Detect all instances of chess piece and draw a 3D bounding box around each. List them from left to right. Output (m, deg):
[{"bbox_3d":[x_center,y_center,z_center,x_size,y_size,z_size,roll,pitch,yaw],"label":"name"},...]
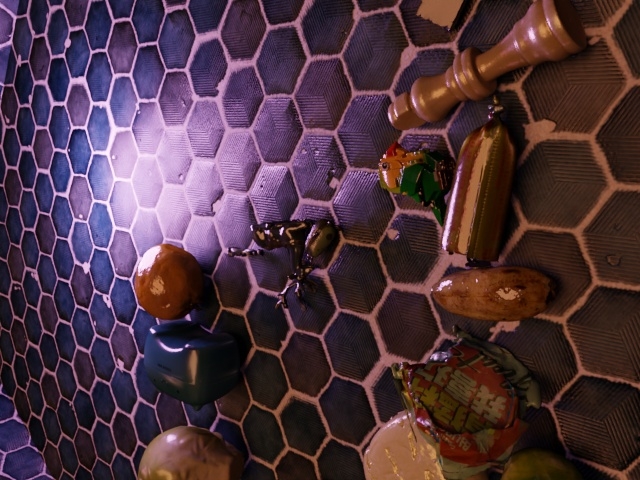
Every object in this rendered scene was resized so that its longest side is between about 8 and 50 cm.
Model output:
[{"bbox_3d":[0.290,-0.318,1.149,0.397,0.117,0.117,-23,81,42],"label":"chess piece"}]

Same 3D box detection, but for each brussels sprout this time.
[{"bbox_3d":[-0.394,0.675,1.780,0.317,0.274,0.242,-14,67,40],"label":"brussels sprout"},{"bbox_3d":[0.420,0.482,1.137,0.162,0.144,0.180,20,134,17],"label":"brussels sprout"}]

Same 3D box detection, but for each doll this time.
[{"bbox_3d":[0.203,-0.128,1.253,0.186,0.106,0.134,30,126,34],"label":"doll"}]

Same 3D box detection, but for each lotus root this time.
[{"bbox_3d":[0.333,0.107,1.186,0.258,0.097,0.110,-10,93,45],"label":"lotus root"}]

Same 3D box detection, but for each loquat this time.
[{"bbox_3d":[-0.457,0.126,1.806,0.238,0.193,0.238,2,94,35],"label":"loquat"}]

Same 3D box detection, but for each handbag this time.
[{"bbox_3d":[0.000,0.000,1.469,0.111,0.072,0.047,-57,44,8],"label":"handbag"}]

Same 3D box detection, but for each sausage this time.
[{"bbox_3d":[0.308,-0.116,1.150,0.117,0.125,0.317,14,105,28],"label":"sausage"}]

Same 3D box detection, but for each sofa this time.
[{"bbox_3d":[0.259,-0.496,1.188,0.085,0.060,0.147,30,117,15],"label":"sofa"}]

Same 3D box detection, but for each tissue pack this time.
[{"bbox_3d":[-0.378,0.363,1.769,0.288,0.198,0.206,11,103,38],"label":"tissue pack"}]

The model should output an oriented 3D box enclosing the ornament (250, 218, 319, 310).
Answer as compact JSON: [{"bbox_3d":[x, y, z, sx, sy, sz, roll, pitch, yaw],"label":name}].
[{"bbox_3d":[-0.097,0.067,1.559,0.202,0.080,0.236,-3,95,37],"label":"ornament"}]

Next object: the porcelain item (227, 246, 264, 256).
[{"bbox_3d":[-0.227,0.034,1.669,0.136,0.075,0.021,3,98,41],"label":"porcelain item"}]

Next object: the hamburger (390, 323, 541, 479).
[{"bbox_3d":[0.284,0.322,1.182,0.260,0.276,0.150,47,148,34],"label":"hamburger"}]

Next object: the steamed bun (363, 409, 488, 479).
[{"bbox_3d":[0.229,0.482,1.291,0.273,0.166,0.232,-56,51,29],"label":"steamed bun"}]

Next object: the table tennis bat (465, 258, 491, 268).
[{"bbox_3d":[0.312,0.045,1.206,0.050,0.083,0.007,-9,101,4],"label":"table tennis bat"}]
